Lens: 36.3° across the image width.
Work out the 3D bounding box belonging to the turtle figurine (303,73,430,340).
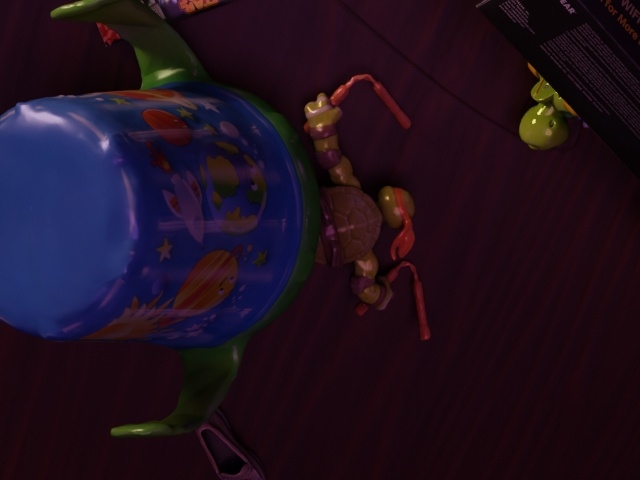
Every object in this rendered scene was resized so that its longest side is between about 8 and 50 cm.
[{"bbox_3d":[0.000,0.000,0.895,0.217,0.087,0.270,-15,112,1],"label":"turtle figurine"}]

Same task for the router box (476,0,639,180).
[{"bbox_3d":[0.296,-0.172,0.783,0.309,0.081,0.243,41,62,-19],"label":"router box"}]

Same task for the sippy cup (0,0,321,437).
[{"bbox_3d":[-0.148,-0.018,0.755,0.240,0.224,0.305,-46,75,19],"label":"sippy cup"}]

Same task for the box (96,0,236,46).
[{"bbox_3d":[-0.135,-0.231,0.823,0.137,0.027,0.094,-19,113,3],"label":"box"}]

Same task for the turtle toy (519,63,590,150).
[{"bbox_3d":[0.230,-0.133,0.868,0.130,0.095,0.066,-37,131,11],"label":"turtle toy"}]

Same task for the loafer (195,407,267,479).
[{"bbox_3d":[-0.095,0.226,1.002,0.045,0.039,0.125,-28,111,6],"label":"loafer"}]
